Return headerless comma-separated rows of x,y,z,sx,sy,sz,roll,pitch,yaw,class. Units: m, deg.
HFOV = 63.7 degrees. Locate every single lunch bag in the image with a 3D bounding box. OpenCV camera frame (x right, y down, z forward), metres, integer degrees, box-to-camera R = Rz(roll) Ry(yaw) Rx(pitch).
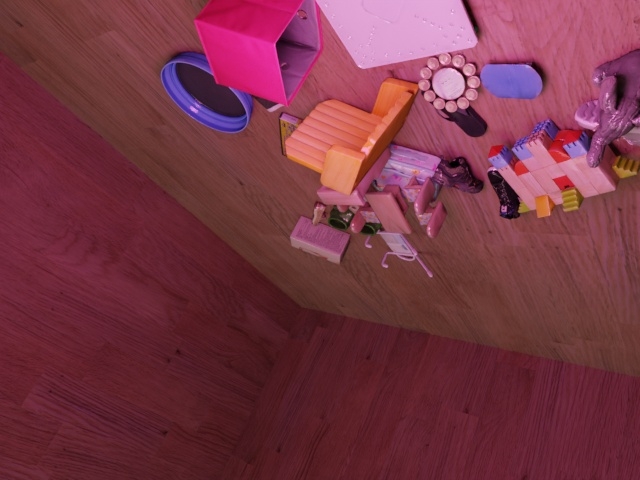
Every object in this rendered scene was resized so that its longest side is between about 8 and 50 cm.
0.322,-0.258,1.962,0.280,0.107,0.224,18,157,19,lunch bag

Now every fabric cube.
-0.170,-0.605,1.533,0.258,0.258,0.254,21,158,16,fabric cube

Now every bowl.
-0.452,-0.596,2.087,0.392,0.077,0.391,22,157,10,bowl

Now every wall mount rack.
0.400,0.057,2.547,0.304,0.130,0.350,6,151,39,wall mount rack

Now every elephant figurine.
0.725,-0.319,1.223,0.170,0.239,0.186,3,149,44,elephant figurine

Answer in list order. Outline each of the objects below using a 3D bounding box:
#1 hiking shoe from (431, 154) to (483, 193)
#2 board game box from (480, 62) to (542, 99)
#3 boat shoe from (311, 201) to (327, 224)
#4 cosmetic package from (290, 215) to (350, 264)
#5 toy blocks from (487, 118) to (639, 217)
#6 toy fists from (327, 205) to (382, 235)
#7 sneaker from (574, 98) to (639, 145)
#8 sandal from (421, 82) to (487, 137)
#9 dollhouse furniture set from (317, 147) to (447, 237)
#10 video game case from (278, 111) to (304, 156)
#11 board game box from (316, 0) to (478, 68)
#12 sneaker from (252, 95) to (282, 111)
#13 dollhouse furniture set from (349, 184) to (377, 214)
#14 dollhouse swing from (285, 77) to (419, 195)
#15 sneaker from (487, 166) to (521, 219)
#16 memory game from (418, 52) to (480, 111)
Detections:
0.506,-0.236,1.834,0.227,0.114,0.086,7,-161,-31,hiking shoe
0.531,-0.449,1.424,0.169,0.033,0.133,16,161,37,board game box
-0.003,-0.127,2.664,0.072,0.068,0.190,13,157,2,boat shoe
0.000,0.000,2.823,0.297,0.153,0.129,23,157,11,cosmetic package
0.697,-0.240,1.556,0.261,0.190,0.381,45,154,-15,toy blocks
0.171,-0.117,2.401,0.280,0.142,0.096,11,139,31,toy fists
0.818,-0.292,1.363,0.282,0.105,0.115,17,156,19,sneaker
0.421,-0.402,1.609,0.255,0.054,0.097,33,157,-17,sandal
0.201,-0.134,1.892,0.362,0.256,0.394,5,144,41,dollhouse furniture set
-0.050,-0.399,2.148,0.249,0.035,0.274,22,158,8,video game case
0.173,-0.643,1.351,0.390,0.050,0.390,4,150,41,board game box
-0.175,-0.557,1.837,0.147,0.104,0.296,30,162,-24,sneaker
0.144,-0.178,2.301,0.184,0.129,0.129,-4,144,49,dollhouse furniture set
0.076,-0.383,1.664,0.305,0.346,0.315,35,159,8,dollhouse swing
0.653,-0.155,1.819,0.217,0.121,0.079,38,154,-28,sneaker
0.377,-0.462,1.511,0.186,0.012,0.186,21,139,20,memory game
